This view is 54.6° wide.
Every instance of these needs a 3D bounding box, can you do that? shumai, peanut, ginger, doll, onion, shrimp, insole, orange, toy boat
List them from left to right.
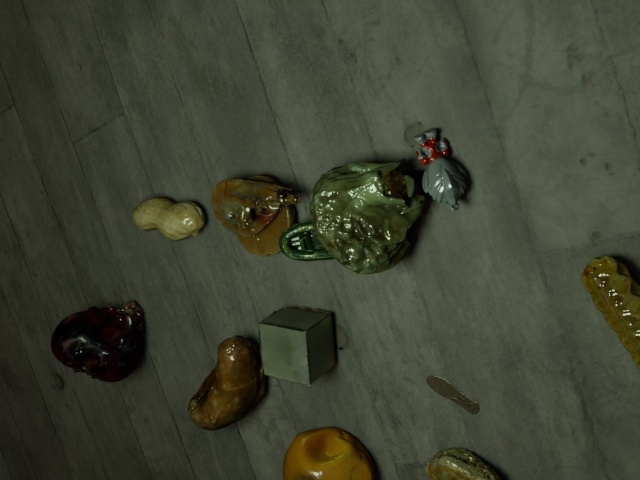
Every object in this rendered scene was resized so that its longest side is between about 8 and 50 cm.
[{"bbox_3d":[-0.685,0.313,1.908,0.221,0.281,0.280,-133,48,-56],"label":"onion"},{"bbox_3d":[-0.430,-0.064,1.724,0.263,0.101,0.117,13,91,31],"label":"peanut"},{"bbox_3d":[-0.241,0.392,1.707,0.321,0.173,0.165,-63,30,23],"label":"ginger"},{"bbox_3d":[-0.160,-0.074,1.505,0.287,0.063,0.152,7,108,38],"label":"shrimp"},{"bbox_3d":[0.000,0.000,1.472,0.211,0.052,0.104,-6,112,21],"label":"toy boat"},{"bbox_3d":[0.010,0.612,1.577,0.249,0.183,0.248,9,107,32],"label":"orange"},{"bbox_3d":[0.111,-0.073,1.309,0.255,0.189,0.218,51,126,5],"label":"shumai"},{"bbox_3d":[0.246,-0.144,1.270,0.094,0.079,0.180,-21,82,0],"label":"doll"},{"bbox_3d":[0.302,0.352,1.418,0.135,0.002,0.045,32,120,22],"label":"insole"}]

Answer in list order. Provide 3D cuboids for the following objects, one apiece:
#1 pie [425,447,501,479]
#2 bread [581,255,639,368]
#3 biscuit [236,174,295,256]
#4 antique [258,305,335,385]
[{"bbox_3d":[0.330,0.554,1.414,0.194,0.079,0.163,22,123,27],"label":"pie"},{"bbox_3d":[0.601,0.189,1.129,0.077,0.084,0.367,-32,85,-7],"label":"bread"},{"bbox_3d":[-0.137,-0.063,1.561,0.181,0.049,0.208,4,104,34],"label":"biscuit"},{"bbox_3d":[-0.053,0.252,1.535,0.147,0.148,0.151,6,108,33],"label":"antique"}]
